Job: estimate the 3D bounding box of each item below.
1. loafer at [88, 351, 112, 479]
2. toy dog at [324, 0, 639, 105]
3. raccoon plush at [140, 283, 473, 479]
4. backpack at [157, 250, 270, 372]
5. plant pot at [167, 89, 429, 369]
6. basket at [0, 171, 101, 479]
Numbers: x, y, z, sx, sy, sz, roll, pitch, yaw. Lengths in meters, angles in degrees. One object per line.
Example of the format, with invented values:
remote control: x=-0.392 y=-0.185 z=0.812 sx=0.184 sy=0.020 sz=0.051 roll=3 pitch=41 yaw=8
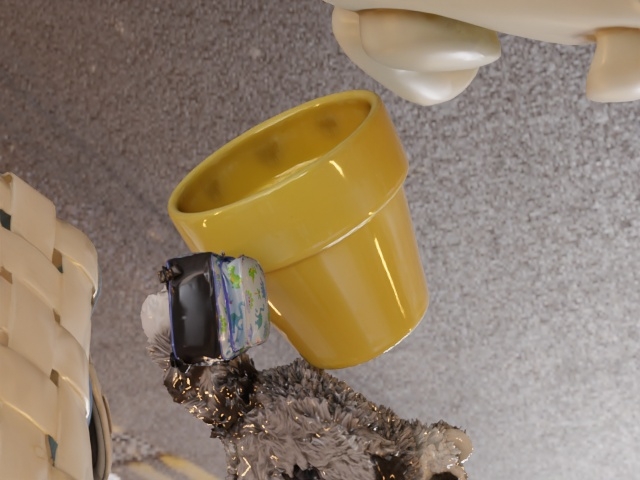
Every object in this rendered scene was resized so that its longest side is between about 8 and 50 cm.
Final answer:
loafer: x=-0.227 y=0.072 z=0.673 sx=0.112 sy=0.111 sz=0.319 roll=-40 pitch=139 yaw=-23
toy dog: x=0.170 y=-0.233 z=0.535 sx=0.395 sy=0.285 sz=0.407 roll=18 pitch=180 yaw=-45
raccoon plush: x=0.016 y=0.204 z=1.135 sx=0.216 sy=0.446 sz=0.299 roll=-37 pitch=164 yaw=24
backpack: x=-0.091 y=0.062 z=0.846 sx=0.084 sy=0.105 sz=0.114 roll=-8 pitch=178 yaw=7
plant pot: x=0.000 y=0.000 z=1.001 sx=0.254 sy=0.254 sz=0.239 roll=-19 pitch=113 yaw=24
basket: x=-0.231 y=0.100 z=0.363 sx=0.288 sy=0.255 sz=0.201 roll=-27 pitch=132 yaw=11
